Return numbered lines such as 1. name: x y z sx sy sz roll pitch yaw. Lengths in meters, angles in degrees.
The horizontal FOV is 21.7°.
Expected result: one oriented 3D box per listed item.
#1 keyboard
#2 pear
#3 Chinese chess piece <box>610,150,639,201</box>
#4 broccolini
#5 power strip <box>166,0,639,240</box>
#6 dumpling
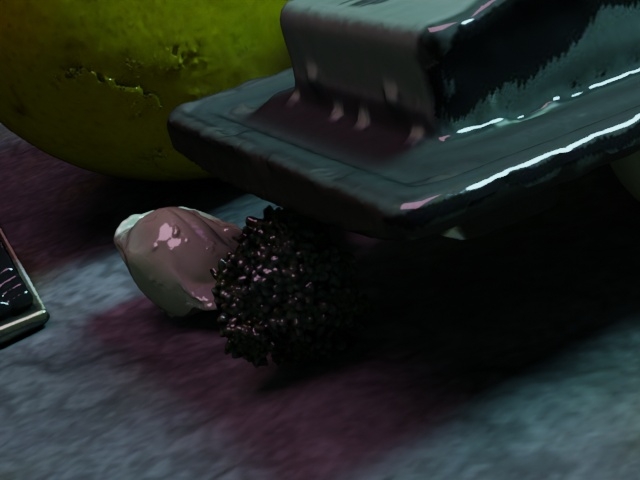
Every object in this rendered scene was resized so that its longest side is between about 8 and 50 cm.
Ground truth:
1. keyboard: -0.227 0.018 0.958 0.106 0.027 0.317 -25 19 -12
2. pear: -0.105 -0.190 0.945 0.285 0.336 0.285 -34 -5 -3
3. Chinese chess piece: 0.176 -0.057 0.688 0.122 0.051 0.122 -21 19 8
4. broccolini: 0.001 -0.002 0.738 0.058 0.067 0.216 -14 11 13
5. power strip: 0.080 -0.087 0.654 0.251 0.092 0.257 -28 20 -15
6. dumpling: -0.057 0.004 0.763 0.057 0.052 0.076 -42 15 -23
